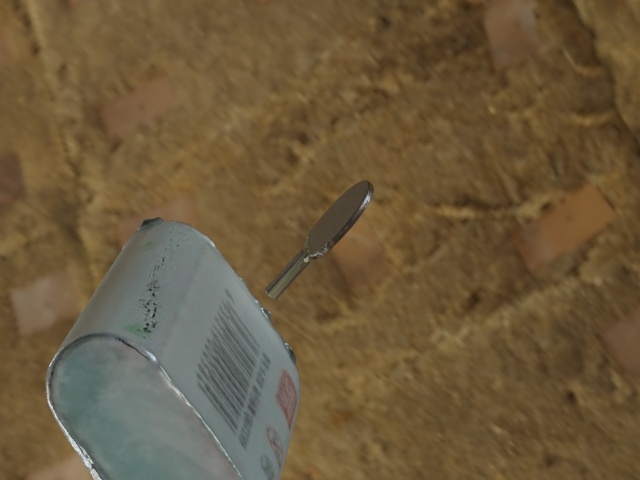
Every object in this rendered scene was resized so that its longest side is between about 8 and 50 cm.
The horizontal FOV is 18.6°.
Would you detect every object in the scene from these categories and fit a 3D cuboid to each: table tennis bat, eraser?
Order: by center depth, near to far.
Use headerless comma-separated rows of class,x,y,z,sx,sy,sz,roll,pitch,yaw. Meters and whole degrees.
table tennis bat,0.000,0.000,1.060,0.083,0.007,0.050,-48,-164,9
eraser,-0.085,0.092,1.227,0.081,0.227,0.174,-33,-79,15
